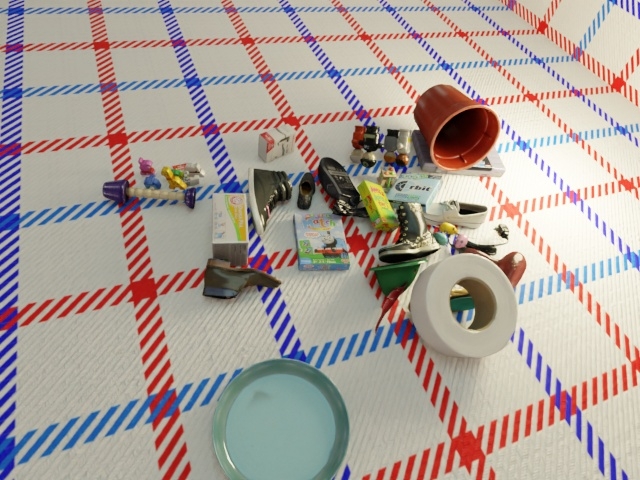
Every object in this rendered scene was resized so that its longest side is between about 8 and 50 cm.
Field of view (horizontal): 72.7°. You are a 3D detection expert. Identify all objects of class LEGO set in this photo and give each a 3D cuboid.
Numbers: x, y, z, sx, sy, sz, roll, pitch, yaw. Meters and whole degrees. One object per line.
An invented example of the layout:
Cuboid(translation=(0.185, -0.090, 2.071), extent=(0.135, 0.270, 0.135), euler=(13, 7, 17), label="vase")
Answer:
Cuboid(translation=(-0.502, -0.221, 1.411), extent=(0.227, 0.093, 0.087), euler=(3, 58, 7), label="LEGO set")

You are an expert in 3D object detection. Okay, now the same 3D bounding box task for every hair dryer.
Cuboid(translation=(0.565, 0.075, 1.448), extent=(0.223, 0.080, 0.294), euler=(-11, 47, 0), label="hair dryer")

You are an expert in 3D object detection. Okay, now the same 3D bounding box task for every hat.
Cuboid(translation=(0.233, 0.162, 1.303), extent=(0.208, 0.173, 0.184), euler=(-9, 87, -6), label="hat")

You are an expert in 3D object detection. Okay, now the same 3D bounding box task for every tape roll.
Cuboid(translation=(0.401, 0.184, 1.218), extent=(0.286, 0.100, 0.286), euler=(4, 74, -15), label="tape roll")

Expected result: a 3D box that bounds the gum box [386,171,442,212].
Cuboid(translation=(0.338, -0.177, 1.574), extent=(0.156, 0.041, 0.184), euler=(11, 45, 29), label="gum box")

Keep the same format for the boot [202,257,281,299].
Cuboid(translation=(-0.226, 0.130, 1.235), extent=(0.219, 0.082, 0.106), euler=(15, 71, -5), label="boot")

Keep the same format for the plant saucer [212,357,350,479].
Cuboid(translation=(-0.089, 0.433, 1.015), extent=(0.317, 0.044, 0.318), euler=(5, 50, -6), label="plant saucer")

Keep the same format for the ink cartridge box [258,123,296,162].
Cuboid(translation=(-0.161, -0.363, 1.622), extent=(0.135, 0.099, 0.056), euler=(-30, 62, -30), label="ink cartridge box")

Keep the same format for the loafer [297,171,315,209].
Cuboid(translation=(-0.046, -0.187, 1.525), extent=(0.062, 0.061, 0.170), euler=(7, 49, -5), label="loafer")

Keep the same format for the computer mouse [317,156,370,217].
Cuboid(translation=(0.059, -0.176, 1.525), extent=(0.188, 0.072, 0.272), euler=(3, 51, -40), label="computer mouse")

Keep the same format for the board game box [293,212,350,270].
Cuboid(translation=(0.000, 0.000, 1.395), extent=(0.160, 0.039, 0.212), euler=(0, 50, -12), label="board game box")

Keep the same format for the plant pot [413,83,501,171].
Cuboid(translation=(0.499, -0.452, 1.675), extent=(0.272, 0.272, 0.265), euler=(-4, 43, -15), label="plant pot")

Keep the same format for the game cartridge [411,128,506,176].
Cuboid(translation=(0.570, -0.364, 1.805), extent=(0.354, 0.068, 0.230), euler=(2, 46, -10), label="game cartridge")

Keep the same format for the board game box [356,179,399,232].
Cuboid(translation=(0.198, -0.118, 1.496), extent=(0.092, 0.043, 0.181), euler=(11, 49, -41), label="board game box")

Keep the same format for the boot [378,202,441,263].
Cuboid(translation=(0.265, -0.026, 1.411), extent=(0.236, 0.085, 0.179), euler=(-7, 71, -28), label="boot")

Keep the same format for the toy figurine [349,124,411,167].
Cuboid(translation=(0.225, -0.346, 1.625), extent=(0.209, 0.148, 0.213), euler=(2, 13, -16), label="toy figurine")

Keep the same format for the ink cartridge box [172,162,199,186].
Cuboid(translation=(-0.466, -0.234, 1.497), extent=(0.062, 0.029, 0.115), euler=(-18, 57, -23), label="ink cartridge box")

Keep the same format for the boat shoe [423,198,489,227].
Cuboid(translation=(0.464, -0.105, 1.545), extent=(0.267, 0.088, 0.096), euler=(9, 50, -4), label="boat shoe")

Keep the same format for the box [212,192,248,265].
Cuboid(translation=(-0.275, -0.036, 1.319), extent=(0.103, 0.114, 0.203), euler=(-1, 50, -13), label="box")

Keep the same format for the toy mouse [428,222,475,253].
Cuboid(translation=(0.436, -0.010, 1.455), extent=(0.160, 0.031, 0.143), euler=(14, 40, 10), label="toy mouse")

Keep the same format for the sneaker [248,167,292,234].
Cuboid(translation=(-0.160, -0.140, 1.432), extent=(0.146, 0.105, 0.296), euler=(-4, 47, -8), label="sneaker")

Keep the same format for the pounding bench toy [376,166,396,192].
Cuboid(translation=(0.250, -0.227, 1.617), extent=(0.052, 0.065, 0.083), euler=(0, 51, -12), label="pounding bench toy")

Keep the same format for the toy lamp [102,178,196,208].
Cuboid(translation=(-0.540, -0.146, 1.381), extent=(0.274, 0.080, 0.080), euler=(7, 50, -9), label="toy lamp")

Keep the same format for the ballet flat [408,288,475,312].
Cuboid(translation=(0.359, 0.183, 1.310), extent=(0.232, 0.080, 0.073), euler=(0, 23, -15), label="ballet flat")
